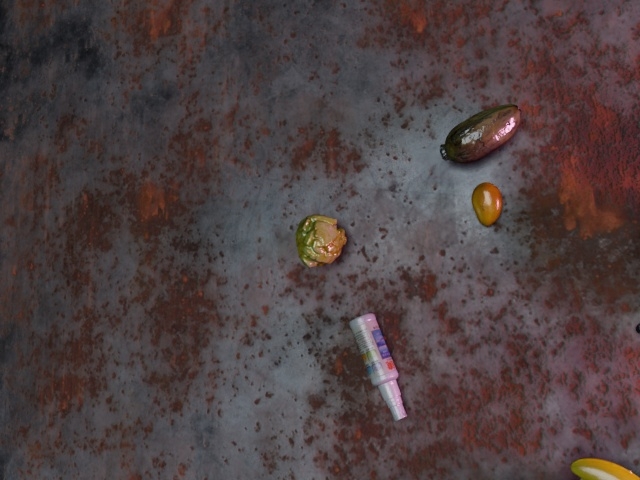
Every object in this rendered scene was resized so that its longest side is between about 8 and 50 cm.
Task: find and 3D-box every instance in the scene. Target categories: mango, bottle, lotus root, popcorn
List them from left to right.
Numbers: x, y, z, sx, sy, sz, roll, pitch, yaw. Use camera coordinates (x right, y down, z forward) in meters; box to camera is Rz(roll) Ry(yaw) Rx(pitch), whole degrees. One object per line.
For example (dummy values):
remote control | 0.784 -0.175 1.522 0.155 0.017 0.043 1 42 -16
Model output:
popcorn | 0.000 0.000 1.249 0.106 0.121 0.116 -8 105 -17
bottle | 0.121 0.258 1.174 0.060 0.060 0.217 -25 72 16
lotus root | 0.325 -0.212 1.164 0.179 0.089 0.080 -28 113 11
mango | 0.334 -0.072 1.158 0.060 0.046 0.089 1 94 24

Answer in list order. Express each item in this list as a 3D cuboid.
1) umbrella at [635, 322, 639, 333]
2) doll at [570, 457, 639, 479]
umbrella | 0.677 0.095 0.997 0.269 0.044 0.044 -35 114 12
doll | 0.469 0.484 0.973 0.252 0.111 0.237 -31 87 14
